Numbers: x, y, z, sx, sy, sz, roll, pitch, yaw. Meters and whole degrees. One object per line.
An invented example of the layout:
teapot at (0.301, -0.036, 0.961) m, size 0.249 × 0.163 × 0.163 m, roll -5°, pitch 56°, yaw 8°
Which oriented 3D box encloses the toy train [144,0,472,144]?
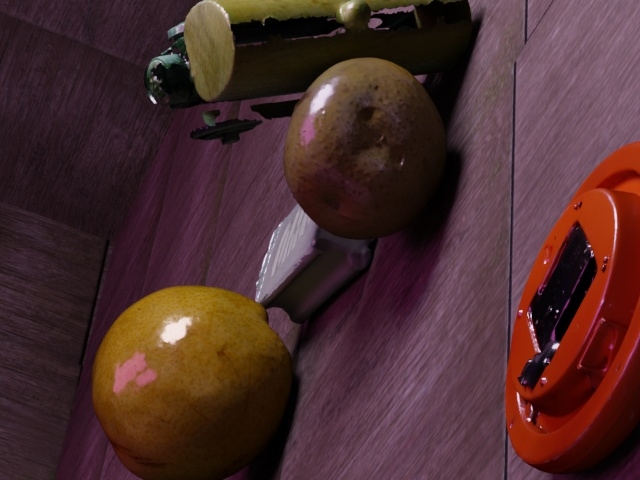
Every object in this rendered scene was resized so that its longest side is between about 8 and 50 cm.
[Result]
toy train at (-0.002, -0.163, 1.629) m, size 0.189 × 0.307 × 0.126 m, roll -3°, pitch 96°, yaw 60°

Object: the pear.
pear at (-0.127, 0.142, 1.819) m, size 0.209 × 0.209 × 0.208 m, roll -160°, pitch 90°, yaw -78°

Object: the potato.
potato at (0.033, -0.074, 1.572) m, size 0.194 × 0.157 × 0.157 m, roll 146°, pitch 143°, yaw -77°

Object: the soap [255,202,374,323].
soap at (0.000, 0.000, 1.796) m, size 0.198 × 0.063 × 0.114 m, roll 134°, pitch 155°, yaw -61°

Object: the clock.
clock at (0.161, 0.038, 1.055) m, size 0.205 × 0.051 × 0.205 m, roll -159°, pitch 90°, yaw -78°
